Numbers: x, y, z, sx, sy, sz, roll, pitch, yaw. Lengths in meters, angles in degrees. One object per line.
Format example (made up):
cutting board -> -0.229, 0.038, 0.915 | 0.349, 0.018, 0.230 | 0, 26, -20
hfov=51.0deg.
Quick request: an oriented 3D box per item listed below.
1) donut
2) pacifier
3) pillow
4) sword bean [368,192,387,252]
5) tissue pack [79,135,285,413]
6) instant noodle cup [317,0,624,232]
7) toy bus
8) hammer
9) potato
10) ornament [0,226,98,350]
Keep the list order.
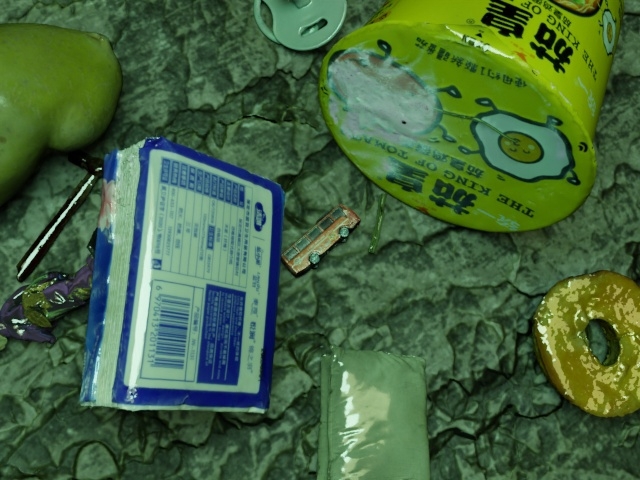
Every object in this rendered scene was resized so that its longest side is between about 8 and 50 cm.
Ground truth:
donut -> 0.345, 0.130, 0.846 | 0.162, 0.065, 0.179 | -7, 80, -4
pacifier -> -0.039, -0.322, 0.868 | 0.126, 0.116, 0.151 | -17, 84, 16
pillow -> 0.061, 0.216, 0.784 | 0.134, 0.078, 0.182 | 4, 75, -9
sword bean -> 0.075, -0.022, 0.869 | 0.012, 0.012, 0.083 | 14, 75, -4
tissue pack -> -0.148, 0.048, 0.729 | 0.137, 0.209, 0.270 | -6, 76, 36
instant noodle cup -> 0.193, -0.202, 0.784 | 0.325, 0.325, 0.254 | 31, 67, 0
toy bus -> 0.000, 0.000, 0.845 | 0.110, 0.031, 0.043 | -41, 79, -13
hammer -> -0.320, -0.029, 0.817 | 0.065, 0.021, 0.178 | 31, 79, 0
potato -> -0.387, -0.137, 0.740 | 0.351, 0.218, 0.203 | -31, 123, -16
ornament -> -0.312, 0.082, 0.772 | 0.203, 0.088, 0.081 | -37, 109, -1
